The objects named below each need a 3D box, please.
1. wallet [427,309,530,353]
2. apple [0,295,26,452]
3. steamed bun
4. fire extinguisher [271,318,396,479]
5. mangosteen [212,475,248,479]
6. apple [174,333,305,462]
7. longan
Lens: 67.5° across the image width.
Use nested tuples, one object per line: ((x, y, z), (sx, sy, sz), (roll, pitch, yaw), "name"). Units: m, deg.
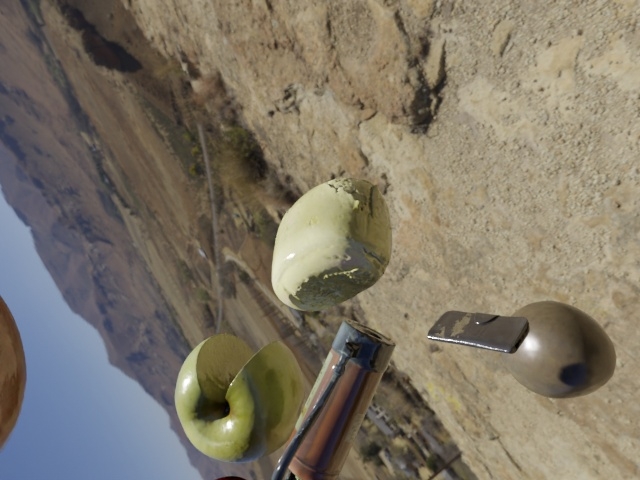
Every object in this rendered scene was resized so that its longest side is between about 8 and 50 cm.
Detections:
((0.258, 0.147, 0.787), (0.157, 0.082, 0.018), (1, 123, 50), "wallet")
((-0.460, 0.149, 0.463), (0.345, 0.345, 0.269), (39, 150, 41), "apple")
((0.000, 0.000, 0.915), (0.273, 0.166, 0.231), (-33, 43, 40), "steamed bun")
((-0.002, 0.333, 0.893), (0.200, 0.375, 0.113), (22, -178, -41), "fire extinguisher")
((-0.170, 0.518, 0.894), (0.155, 0.146, 0.181), (61, 168, 24), "mangosteen")
((-0.175, 0.343, 1.087), (0.291, 0.292, 0.254), (56, -167, 11), "apple")
((0.675, 0.314, 1.371), (0.297, 0.298, 0.297), (45, 153, 32), "longan")
